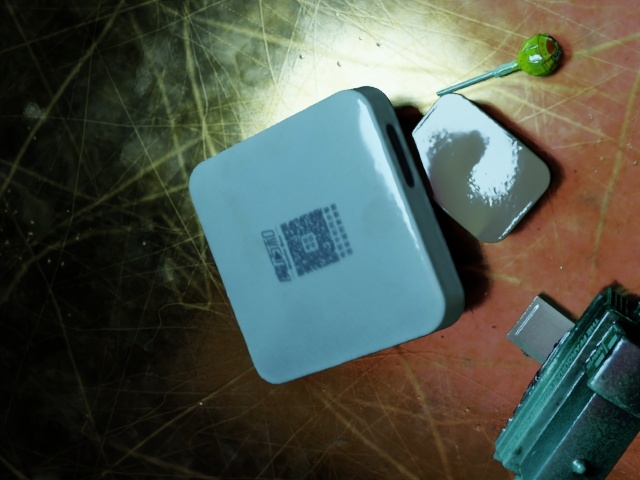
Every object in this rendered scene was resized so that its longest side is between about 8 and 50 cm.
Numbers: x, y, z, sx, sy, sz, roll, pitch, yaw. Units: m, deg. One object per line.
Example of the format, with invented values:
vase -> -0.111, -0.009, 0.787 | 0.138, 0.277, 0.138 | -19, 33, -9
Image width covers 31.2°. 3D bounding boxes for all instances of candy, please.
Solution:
candy -> 0.253, -0.244, 1.650 | 0.194, 0.062, 0.058 | -18, 133, 27

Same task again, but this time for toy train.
toy train -> 0.367, 0.231, 1.561 | 0.138, 0.178, 0.330 | 30, 103, -5

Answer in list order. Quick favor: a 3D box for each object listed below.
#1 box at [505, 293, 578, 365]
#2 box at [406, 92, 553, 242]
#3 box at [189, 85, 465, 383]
box -> 0.322, 0.133, 1.655 | 0.079, 0.035, 0.083 | 39, 105, 11
box -> 0.224, -0.104, 1.642 | 0.201, 0.090, 0.144 | 40, 105, 11
box -> 0.000, 0.000, 1.688 | 0.373, 0.090, 0.367 | -22, 86, 37
